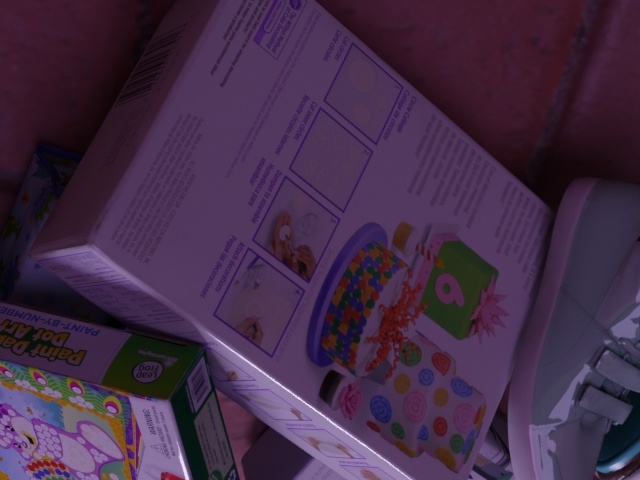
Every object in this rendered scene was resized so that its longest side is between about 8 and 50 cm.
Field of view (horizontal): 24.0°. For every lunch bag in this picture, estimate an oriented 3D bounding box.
[{"bbox_3d":[-0.150,0.019,1.082,0.151,0.096,0.129,15,112,-31],"label":"lunch bag"}]

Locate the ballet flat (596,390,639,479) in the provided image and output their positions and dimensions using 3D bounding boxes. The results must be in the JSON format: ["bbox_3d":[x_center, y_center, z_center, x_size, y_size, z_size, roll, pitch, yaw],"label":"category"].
[{"bbox_3d":[0.351,0.033,1.131,0.139,0.139,0.400,29,88,-24],"label":"ballet flat"}]

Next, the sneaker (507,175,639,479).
[{"bbox_3d":[0.224,0.085,1.053,0.094,0.151,0.256,18,82,-55],"label":"sneaker"}]

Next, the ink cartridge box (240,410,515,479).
[{"bbox_3d":[0.073,0.194,1.215,0.219,0.092,0.160,35,104,-25],"label":"ink cartridge box"}]

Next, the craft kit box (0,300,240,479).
[{"bbox_3d":[-0.176,0.147,1.051,0.247,0.061,0.250,13,137,24],"label":"craft kit box"}]

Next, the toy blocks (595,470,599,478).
[{"bbox_3d":[0.348,0.295,1.283,0.309,0.260,0.288,40,91,13],"label":"toy blocks"}]

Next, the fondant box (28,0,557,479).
[{"bbox_3d":[0.000,0.000,1.033,0.330,0.096,0.238,38,64,-25],"label":"fondant box"}]
